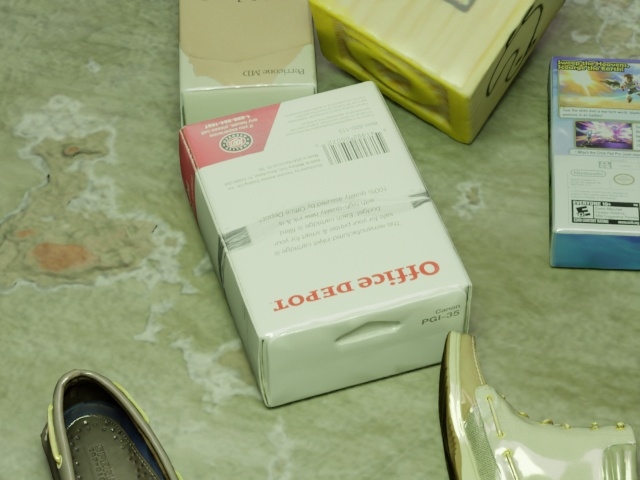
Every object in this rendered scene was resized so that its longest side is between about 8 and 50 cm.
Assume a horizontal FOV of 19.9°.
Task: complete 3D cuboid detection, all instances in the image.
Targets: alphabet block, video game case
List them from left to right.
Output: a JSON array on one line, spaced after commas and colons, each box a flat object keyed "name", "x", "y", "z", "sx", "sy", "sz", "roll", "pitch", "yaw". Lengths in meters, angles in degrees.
[{"name": "alphabet block", "x": 0.123, "y": -0.245, "z": 1.848, "sx": 0.193, "sy": 0.192, "sz": 0.197, "roll": 32, "pitch": 83, "yaw": 12}, {"name": "video game case", "x": 0.365, "y": -0.077, "z": 1.841, "sx": 0.269, "sy": 0.061, "sz": 0.244, "roll": 3, "pitch": 50, "yaw": 3}]

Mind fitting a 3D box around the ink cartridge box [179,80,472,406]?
[{"name": "ink cartridge box", "x": 0.000, "y": 0.000, "z": 1.746, "sx": 0.207, "sy": 0.117, "sz": 0.283, "roll": -14, "pitch": 51, "yaw": -11}]

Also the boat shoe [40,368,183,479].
[{"name": "boat shoe", "x": -0.155, "y": 0.250, "z": 1.553, "sx": 0.116, "sy": 0.097, "sz": 0.324, "roll": -19, "pitch": 52, "yaw": -15}]

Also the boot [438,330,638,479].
[{"name": "boot", "x": 0.193, "y": 0.171, "z": 1.626, "sx": 0.165, "sy": 0.077, "sz": 0.213, "roll": -6, "pitch": 55, "yaw": -3}]

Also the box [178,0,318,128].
[{"name": "box", "x": -0.078, "y": -0.228, "z": 1.938, "sx": 0.148, "sy": 0.121, "sz": 0.311, "roll": -4, "pitch": 50, "yaw": -2}]
